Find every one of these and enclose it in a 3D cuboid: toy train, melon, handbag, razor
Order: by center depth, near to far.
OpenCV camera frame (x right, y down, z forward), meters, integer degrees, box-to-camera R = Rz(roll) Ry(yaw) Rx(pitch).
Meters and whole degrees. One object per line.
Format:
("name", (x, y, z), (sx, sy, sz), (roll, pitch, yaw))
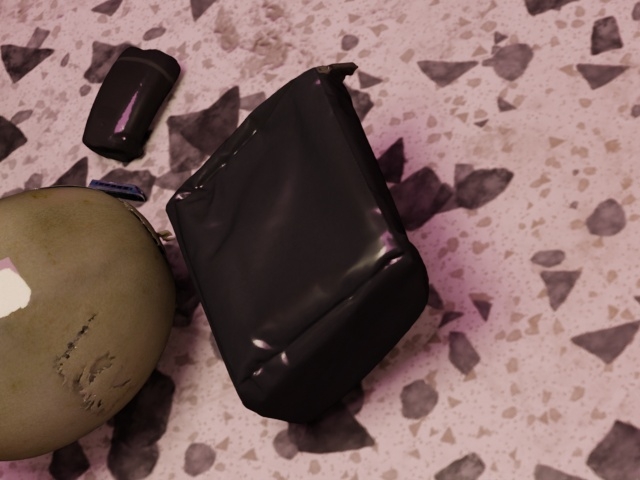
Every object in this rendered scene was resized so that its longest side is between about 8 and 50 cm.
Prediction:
("handbag", (0.001, 0.002, 1.481), (0.275, 0.178, 0.302), (-40, 50, 20))
("melon", (-0.298, 0.084, 1.522), (0.330, 0.268, 0.268), (-36, 52, -12))
("toy train", (-0.245, -0.061, 1.735), (0.083, 0.017, 0.017), (9, 60, 30))
("razor", (-0.239, -0.171, 1.772), (0.090, 0.054, 0.148), (10, 67, 34))
